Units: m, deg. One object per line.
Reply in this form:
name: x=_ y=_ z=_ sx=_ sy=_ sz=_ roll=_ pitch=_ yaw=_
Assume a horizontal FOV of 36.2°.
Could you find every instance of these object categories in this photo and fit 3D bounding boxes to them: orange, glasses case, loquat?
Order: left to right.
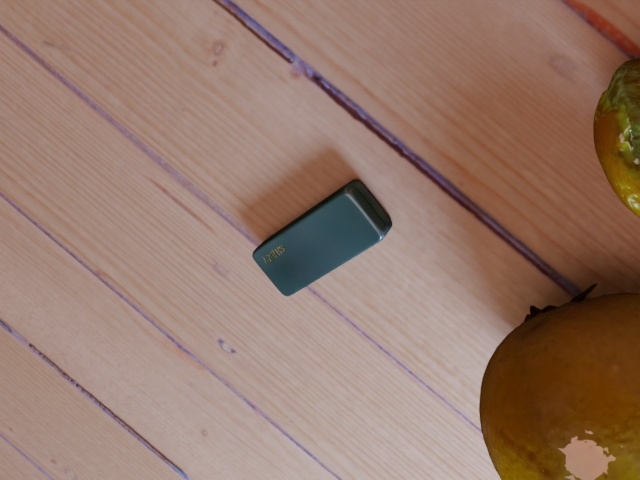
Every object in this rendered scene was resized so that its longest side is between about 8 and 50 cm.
glasses case: x=0.000 y=0.000 z=1.221 sx=0.184 sy=0.039 sz=0.077 roll=-33 pitch=100 yaw=37
loquat: x=0.300 y=0.177 z=1.047 sx=0.275 sy=0.275 sz=0.274 roll=13 pitch=123 yaw=20
orange: x=0.369 y=-0.074 z=0.896 sx=0.237 sy=0.179 sz=0.158 roll=9 pitch=119 yaw=21
